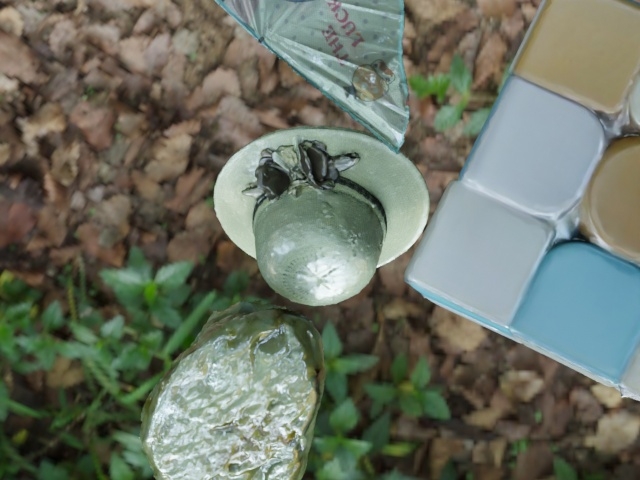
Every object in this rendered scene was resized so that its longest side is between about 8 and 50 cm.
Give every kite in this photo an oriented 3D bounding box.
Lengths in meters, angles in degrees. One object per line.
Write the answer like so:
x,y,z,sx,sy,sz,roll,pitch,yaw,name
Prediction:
0.029,-0.224,0.903,0.314,0.011,0.335,-3,88,22,kite

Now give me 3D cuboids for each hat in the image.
0.000,0.000,1.521,0.257,0.130,0.257,1,136,1,hat

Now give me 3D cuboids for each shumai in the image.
-0.095,0.157,1.432,0.189,0.218,0.256,13,116,-9,shumai

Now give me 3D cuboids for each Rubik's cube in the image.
0.327,-0.020,1.361,0.347,0.346,0.344,27,89,11,Rubik's cube
